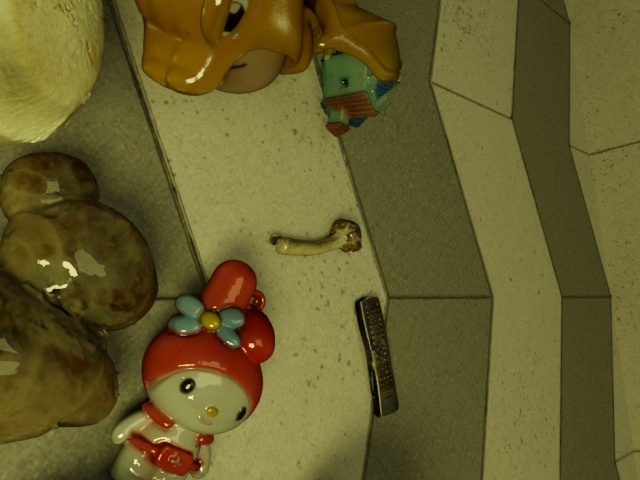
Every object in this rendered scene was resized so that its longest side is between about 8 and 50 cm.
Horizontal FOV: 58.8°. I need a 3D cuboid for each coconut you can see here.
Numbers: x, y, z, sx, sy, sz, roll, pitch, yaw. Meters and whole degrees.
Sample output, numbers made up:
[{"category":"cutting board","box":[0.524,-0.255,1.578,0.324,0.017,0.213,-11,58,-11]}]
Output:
[{"category":"coconut","box":[-0.348,-0.199,0.512,0.237,0.265,0.237,5,90,-85]}]

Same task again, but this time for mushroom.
[{"category":"mushroom","box":[0.000,0.000,0.937,0.187,0.061,0.060,-10,93,-42]}]

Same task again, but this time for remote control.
[{"category":"remote control","box":[0.100,0.204,1.009,0.059,0.028,0.212,-6,85,-42]}]

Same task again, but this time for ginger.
[{"category":"ginger","box":[-0.284,0.055,0.583,0.244,0.155,0.304,39,47,-24]}]

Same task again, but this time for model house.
[{"category":"model house","box":[0.066,-0.252,1.013,0.119,0.148,0.149,11,86,-48]}]

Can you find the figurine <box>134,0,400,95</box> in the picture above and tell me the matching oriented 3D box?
[{"category":"figurine","box":[-0.083,-0.383,0.792,0.387,0.268,0.401,-34,112,-55]}]

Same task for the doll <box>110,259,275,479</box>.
[{"category":"doll","box":[-0.143,0.165,0.697,0.161,0.130,0.290,37,71,-27]}]
